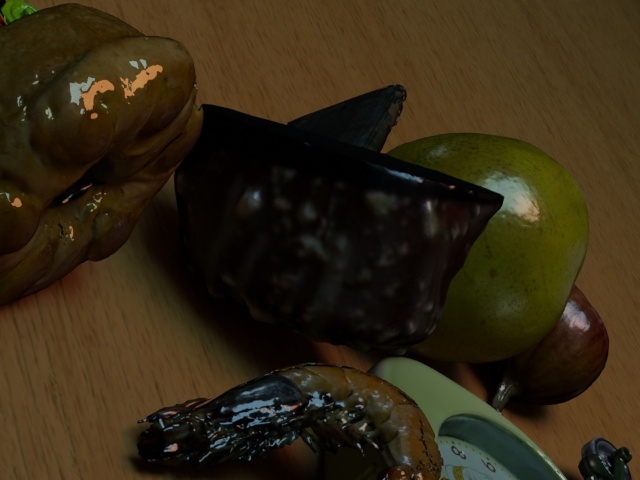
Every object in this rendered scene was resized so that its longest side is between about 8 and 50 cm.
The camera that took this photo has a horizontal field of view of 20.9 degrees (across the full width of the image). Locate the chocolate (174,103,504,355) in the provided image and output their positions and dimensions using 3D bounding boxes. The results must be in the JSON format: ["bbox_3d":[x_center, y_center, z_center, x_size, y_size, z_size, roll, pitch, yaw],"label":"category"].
[{"bbox_3d":[0.000,0.000,1.823,0.340,0.210,0.225,18,9,10],"label":"chocolate"}]

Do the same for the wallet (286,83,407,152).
[{"bbox_3d":[0.004,-0.108,2.093,0.044,0.169,0.317,65,21,-17],"label":"wallet"}]

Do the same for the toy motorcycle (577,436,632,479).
[{"bbox_3d":[0.428,0.323,2.013,0.275,0.205,0.127,54,28,9],"label":"toy motorcycle"}]

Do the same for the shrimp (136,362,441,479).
[{"bbox_3d":[-0.019,0.192,1.593,0.290,0.054,0.222,-8,33,-31],"label":"shrimp"}]

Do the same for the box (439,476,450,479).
[{"bbox_3d":[0.169,0.401,1.499,0.283,0.214,0.259,31,30,-26],"label":"box"}]

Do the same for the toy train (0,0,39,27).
[{"bbox_3d":[-0.402,-0.266,1.817,0.161,0.100,0.296,-13,61,-52],"label":"toy train"}]

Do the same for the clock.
[{"bbox_3d":[0.163,0.295,1.763,0.348,0.117,0.286,35,26,-19],"label":"clock"}]

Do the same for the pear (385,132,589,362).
[{"bbox_3d":[0.162,0.008,2.029,0.294,0.294,0.294,34,27,-20],"label":"pear"}]

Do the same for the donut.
[{"bbox_3d":[-0.244,-0.078,1.561,0.150,0.299,0.317,37,-9,12],"label":"donut"}]

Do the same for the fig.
[{"bbox_3d":[0.272,0.145,2.151,0.149,0.202,0.148,31,-8,-27],"label":"fig"}]
